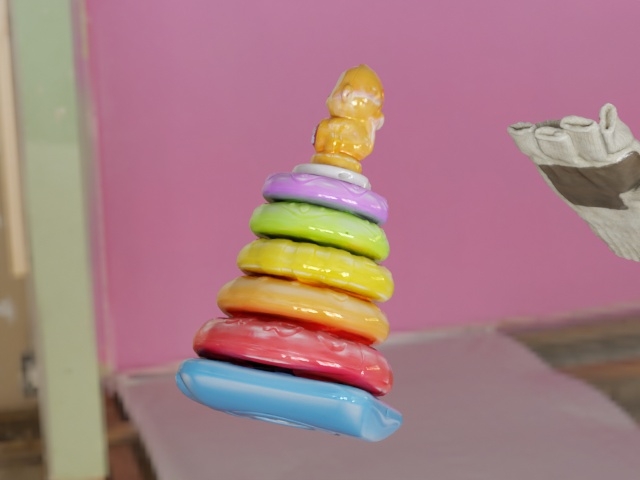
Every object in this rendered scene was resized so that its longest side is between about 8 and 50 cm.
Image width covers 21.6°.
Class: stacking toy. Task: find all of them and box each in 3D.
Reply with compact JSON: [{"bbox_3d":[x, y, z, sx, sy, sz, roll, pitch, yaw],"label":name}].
[{"bbox_3d":[0.000,0.000,1.353,0.165,0.302,0.175,9,171,16],"label":"stacking toy"}]

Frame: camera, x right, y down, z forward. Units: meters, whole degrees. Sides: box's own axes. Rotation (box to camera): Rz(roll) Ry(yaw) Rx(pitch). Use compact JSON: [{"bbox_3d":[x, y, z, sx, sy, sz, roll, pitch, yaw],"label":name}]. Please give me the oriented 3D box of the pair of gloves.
[{"bbox_3d":[0.254,-0.032,1.107,0.240,0.042,0.204,7,159,41],"label":"pair of gloves"}]
